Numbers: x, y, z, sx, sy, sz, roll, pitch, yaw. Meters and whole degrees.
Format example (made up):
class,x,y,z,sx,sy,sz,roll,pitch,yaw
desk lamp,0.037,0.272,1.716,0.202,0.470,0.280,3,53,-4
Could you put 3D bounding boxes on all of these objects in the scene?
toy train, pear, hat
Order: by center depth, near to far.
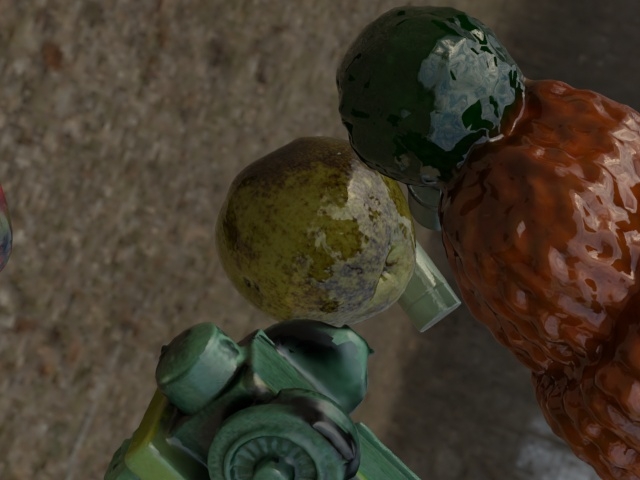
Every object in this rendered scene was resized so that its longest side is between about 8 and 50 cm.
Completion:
class,x,y,z,sx,sy,sz,roll,pitch,yaw
toy train,0.000,0.212,1.011,0.237,0.369,0.150,-37,-164,27
hat,0.192,-0.013,1.080,0.285,0.400,0.285,-49,-163,21
pear,0.000,0.000,1.492,0.197,0.197,0.197,20,90,-80

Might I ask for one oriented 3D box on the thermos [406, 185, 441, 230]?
class,x,y,z,sx,sy,sz,roll,pitch,yaw
thermos,0.131,-0.052,1.601,0.187,0.083,0.073,66,39,-81

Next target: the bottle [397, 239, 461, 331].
class,x,y,z,sx,sy,sz,roll,pitch,yaw
bottle,0.103,0.022,2.039,0.072,0.201,0.072,-35,171,-6

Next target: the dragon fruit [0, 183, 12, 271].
class,x,y,z,sx,sy,sz,roll,pitch,yaw
dragon fruit,-0.478,-0.037,1.667,0.231,0.302,0.237,-23,-159,30
